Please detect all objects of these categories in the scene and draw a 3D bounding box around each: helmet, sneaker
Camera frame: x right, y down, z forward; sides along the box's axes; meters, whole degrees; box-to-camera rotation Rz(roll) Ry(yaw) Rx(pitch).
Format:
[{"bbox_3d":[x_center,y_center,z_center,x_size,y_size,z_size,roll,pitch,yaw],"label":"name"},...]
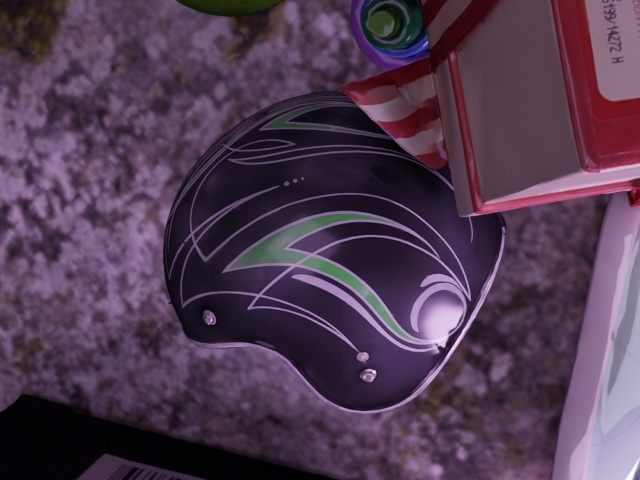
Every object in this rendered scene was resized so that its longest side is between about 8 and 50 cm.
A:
[{"bbox_3d":[0.000,0.000,0.773,0.161,0.169,0.169,32,107,-12],"label":"helmet"},{"bbox_3d":[0.214,0.099,0.776,0.151,0.094,0.256,12,102,16],"label":"sneaker"}]

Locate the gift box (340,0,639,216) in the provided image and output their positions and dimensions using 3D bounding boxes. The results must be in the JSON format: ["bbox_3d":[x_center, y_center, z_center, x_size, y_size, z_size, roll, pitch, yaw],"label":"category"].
[{"bbox_3d":[0.148,-0.148,0.636,0.276,0.258,0.255,-5,88,-5],"label":"gift box"}]

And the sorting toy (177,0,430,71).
[{"bbox_3d":[-0.087,-0.197,0.769,0.365,0.126,0.127,32,106,5],"label":"sorting toy"}]

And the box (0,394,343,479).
[{"bbox_3d":[-0.109,0.336,0.842,0.293,0.212,0.395,13,104,9],"label":"box"}]
